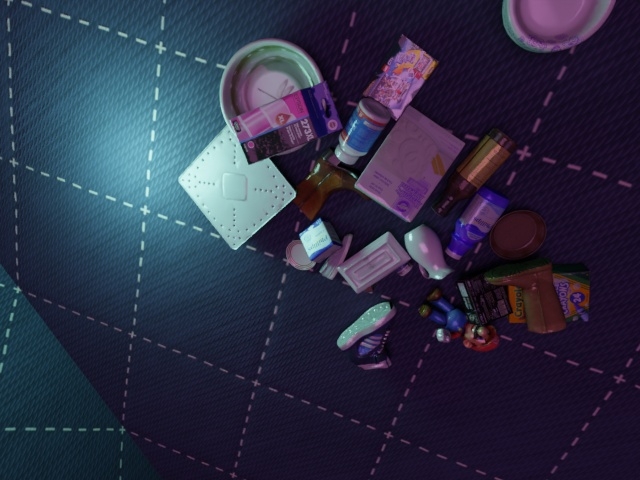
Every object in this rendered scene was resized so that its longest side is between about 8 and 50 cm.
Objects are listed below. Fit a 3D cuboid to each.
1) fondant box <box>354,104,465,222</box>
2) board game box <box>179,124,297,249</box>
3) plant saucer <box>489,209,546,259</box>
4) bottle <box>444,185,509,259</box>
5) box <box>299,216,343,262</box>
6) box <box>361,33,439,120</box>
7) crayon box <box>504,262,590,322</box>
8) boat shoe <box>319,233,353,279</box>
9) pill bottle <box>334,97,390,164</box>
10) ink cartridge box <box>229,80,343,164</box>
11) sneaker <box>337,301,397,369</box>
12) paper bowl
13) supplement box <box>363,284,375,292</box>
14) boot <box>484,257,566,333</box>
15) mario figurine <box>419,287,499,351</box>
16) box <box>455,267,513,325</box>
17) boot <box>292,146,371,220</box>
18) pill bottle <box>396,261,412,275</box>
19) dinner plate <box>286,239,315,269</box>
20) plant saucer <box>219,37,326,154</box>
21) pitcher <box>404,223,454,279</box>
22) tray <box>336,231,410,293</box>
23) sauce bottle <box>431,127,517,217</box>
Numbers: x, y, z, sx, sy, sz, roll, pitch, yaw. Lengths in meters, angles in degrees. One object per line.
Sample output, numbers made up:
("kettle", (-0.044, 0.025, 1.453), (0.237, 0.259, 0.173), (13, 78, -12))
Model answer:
("fondant box", (0.308, -0.263, 1.436), (0.238, 0.096, 0.330), (34, 96, 0))
("board game box", (-0.341, -0.223, 1.667), (0.390, 0.050, 0.390), (-39, 90, 23))
("plant saucer", (0.717, -0.025, 1.491), (0.199, 0.036, 0.198), (1, 115, 2))
("bottle", (0.563, -0.059, 1.496), (0.118, 0.092, 0.283), (22, 115, -15))
("box", (0.000, 0.000, 1.643), (0.126, 0.072, 0.137), (-38, 62, 23))
("box", (0.274, -0.561, 1.414), (0.159, 0.044, 0.233), (37, 114, -1))
("crayon box", (0.822, 0.203, 1.539), (0.323, 0.083, 0.203), (-5, 108, 16))
("boat shoe", (0.060, 0.061, 1.679), (0.081, 0.079, 0.227), (25, 117, -1))
("pill bottle", (0.141, -0.382, 1.454), (0.124, 0.124, 0.221), (35, 131, 0))
("ink cartridge box", (-0.124, -0.414, 1.451), (0.371, 0.069, 0.175), (-18, 105, 14))
("sneaker", (0.256, 0.430, 1.753), (0.323, 0.130, 0.236), (-41, 106, 19))
("paper bowl", (0.691, -0.707, 1.200), (0.284, 0.148, 0.284), (4, 110, 12))
("supplement box", (0.194, 0.169, 1.699), (0.043, 0.055, 0.083), (-13, 105, 20))
("boot", (0.743, 0.216, 1.471), (0.236, 0.089, 0.269), (-13, 107, 18))
("mario figurine", (0.565, 0.319, 1.601), (0.320, 0.170, 0.198), (31, 112, 3))
("box", (0.617, 0.212, 1.538), (0.147, 0.077, 0.180), (-19, 87, -12))
("boot", (0.038, -0.177, 1.589), (0.264, 0.096, 0.280), (41, 115, -3))
("pill bottle", (0.306, 0.079, 1.630), (0.067, 0.067, 0.120), (-41, 96, 23))
("dinner plate", (-0.080, 0.061, 1.744), (0.141, 0.017, 0.141), (7, 114, 16))
("plant saucer", (-0.168, -0.523, 1.504), (0.400, 0.100, 0.400), (3, 110, 9))
("pitcher", (0.402, 0.052, 1.573), (0.125, 0.178, 0.207), (-29, 86, -21))
("tray", (0.205, 0.096, 1.607), (0.270, 0.030, 0.145), (-37, 97, 22))
("sauce bottle", (0.529, -0.230, 1.439), (0.111, 0.111, 0.344), (38, 116, -2))
